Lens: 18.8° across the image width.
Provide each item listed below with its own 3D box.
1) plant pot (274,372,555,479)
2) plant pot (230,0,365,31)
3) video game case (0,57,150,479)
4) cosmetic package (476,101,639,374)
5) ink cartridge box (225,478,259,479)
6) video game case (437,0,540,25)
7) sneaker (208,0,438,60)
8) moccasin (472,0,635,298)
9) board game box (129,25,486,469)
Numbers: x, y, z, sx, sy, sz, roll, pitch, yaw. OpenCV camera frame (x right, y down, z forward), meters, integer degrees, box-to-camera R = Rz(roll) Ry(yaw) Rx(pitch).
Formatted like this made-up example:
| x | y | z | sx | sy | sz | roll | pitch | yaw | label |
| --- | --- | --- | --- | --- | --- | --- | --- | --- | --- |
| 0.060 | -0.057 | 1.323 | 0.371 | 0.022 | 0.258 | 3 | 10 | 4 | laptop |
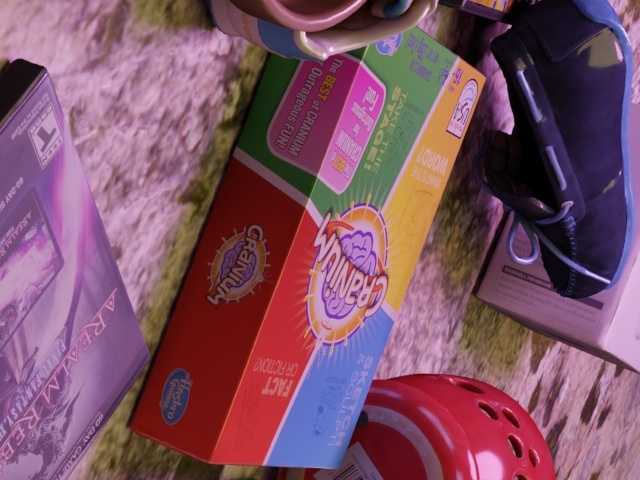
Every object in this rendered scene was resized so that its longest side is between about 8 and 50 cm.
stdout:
| x | y | z | sx | sy | sz | roll | pitch | yaw | label |
| --- | --- | --- | --- | --- | --- | --- | --- | --- | --- |
| 0.072 | 0.195 | 1.519 | 0.174 | 0.191 | 0.191 | 19 | 91 | -65 | plant pot |
| -0.023 | -0.238 | 1.020 | 0.237 | 0.110 | 0.237 | -46 | 148 | -41 | plant pot |
| -0.177 | 0.061 | 1.047 | 0.196 | 0.026 | 0.274 | -56 | 154 | -28 | video game case |
| 0.276 | -0.008 | 1.870 | 0.224 | 0.138 | 0.224 | -67 | 158 | -3 | cosmetic package |
| -0.062 | 0.203 | 1.427 | 0.083 | 0.028 | 0.048 | 15 | 95 | -68 | ink cartridge box |
| 0.166 | -0.301 | 1.468 | 0.248 | 0.035 | 0.275 | -8 | 117 | -72 | video game case |
| 0.048 | -0.171 | 1.172 | 0.229 | 0.092 | 0.087 | -32 | 130 | -24 | sneaker |
| 0.185 | -0.075 | 1.621 | 0.117 | 0.137 | 0.342 | -22 | 136 | -11 | moccasin |
| 0.000 | 0.000 | 1.343 | 0.242 | 0.064 | 0.316 | 18 | 93 | -68 | board game box |
